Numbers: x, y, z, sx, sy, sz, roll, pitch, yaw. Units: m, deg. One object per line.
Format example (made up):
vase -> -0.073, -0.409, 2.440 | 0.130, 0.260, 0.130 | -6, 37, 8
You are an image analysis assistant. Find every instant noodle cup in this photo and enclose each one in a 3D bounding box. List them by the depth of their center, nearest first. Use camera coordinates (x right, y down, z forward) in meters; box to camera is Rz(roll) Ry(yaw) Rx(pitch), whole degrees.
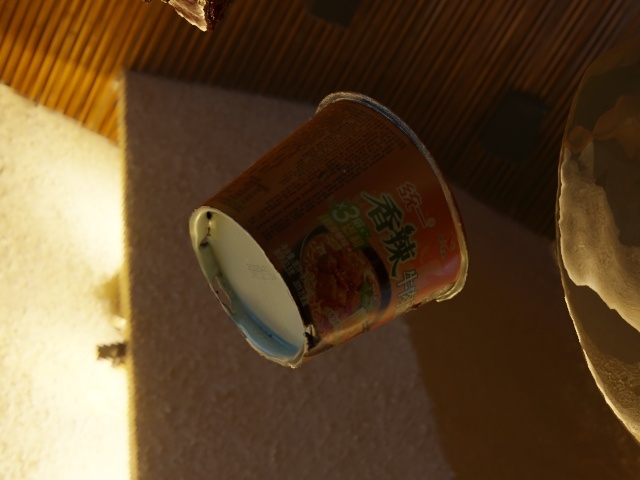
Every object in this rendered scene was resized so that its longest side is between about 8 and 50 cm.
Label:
instant noodle cup -> 0.000, 0.000, 1.209 | 0.182, 0.230, 0.230 | -32, -117, -26

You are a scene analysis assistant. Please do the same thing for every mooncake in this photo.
mooncake -> 0.212, -0.007, 0.615 | 0.234, 0.117, 0.235 | 3, -98, -23

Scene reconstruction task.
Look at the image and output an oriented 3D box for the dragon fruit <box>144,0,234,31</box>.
dragon fruit -> -0.101, -0.225, 0.794 | 0.161, 0.121, 0.127 | 29, 170, 16
